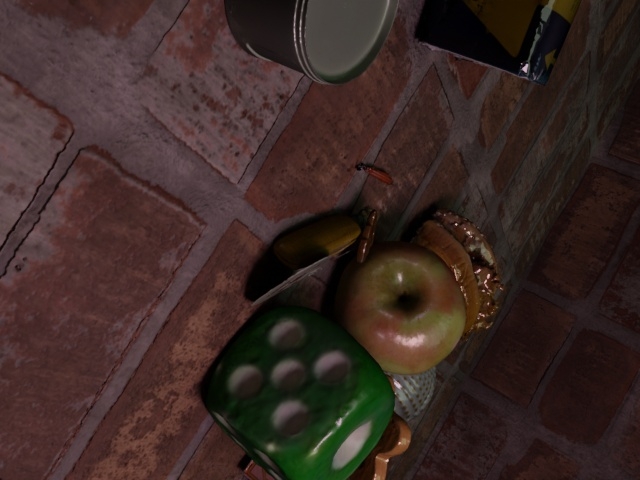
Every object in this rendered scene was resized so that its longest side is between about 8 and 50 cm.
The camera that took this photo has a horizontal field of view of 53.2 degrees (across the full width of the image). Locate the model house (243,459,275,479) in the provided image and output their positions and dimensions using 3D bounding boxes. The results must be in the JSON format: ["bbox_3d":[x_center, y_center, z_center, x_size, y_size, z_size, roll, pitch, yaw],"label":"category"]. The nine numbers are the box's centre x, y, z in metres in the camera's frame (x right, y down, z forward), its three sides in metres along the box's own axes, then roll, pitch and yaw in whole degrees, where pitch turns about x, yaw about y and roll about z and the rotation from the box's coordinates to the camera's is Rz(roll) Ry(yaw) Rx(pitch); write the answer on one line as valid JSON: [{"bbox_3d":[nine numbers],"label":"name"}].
[{"bbox_3d":[-0.106,0.560,1.616,0.154,0.207,0.294,-9,151,0],"label":"model house"}]

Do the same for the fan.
[{"bbox_3d":[-0.011,0.062,1.316,0.329,0.009,0.190,-25,170,-49],"label":"fan"}]

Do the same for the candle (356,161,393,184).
[{"bbox_3d":[0.122,-0.153,1.441,0.167,0.021,0.026,13,77,-59],"label":"candle"}]

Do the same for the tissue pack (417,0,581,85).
[{"bbox_3d":[0.406,-0.550,1.301,0.253,0.264,0.417,-17,130,-58],"label":"tissue pack"}]

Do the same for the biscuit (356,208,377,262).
[{"bbox_3d":[0.100,-0.004,1.404,0.119,0.019,0.130,91,18,-51],"label":"biscuit"}]

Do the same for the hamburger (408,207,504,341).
[{"bbox_3d":[0.394,0.133,1.866,0.268,0.287,0.446,-37,147,-38],"label":"hamburger"}]

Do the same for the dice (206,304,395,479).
[{"bbox_3d":[-0.040,0.334,1.325,0.287,0.300,0.297,-45,149,-21],"label":"dice"}]

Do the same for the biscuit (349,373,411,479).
[{"bbox_3d":[0.072,0.418,1.509,0.052,0.355,0.275,27,95,-37],"label":"biscuit"}]

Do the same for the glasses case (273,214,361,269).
[{"bbox_3d":[0.000,0.000,1.316,0.234,0.079,0.064,-25,143,-48],"label":"glasses case"}]

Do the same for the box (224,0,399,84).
[{"bbox_3d":[-0.007,-0.353,0.924,0.226,0.149,0.226,-38,144,-35],"label":"box"}]

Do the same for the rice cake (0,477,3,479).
[{"bbox_3d":[-0.511,0.464,0.931,0.106,0.050,0.298,-21,132,-50],"label":"rice cake"}]

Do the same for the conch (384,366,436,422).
[{"bbox_3d":[0.207,0.413,1.808,0.319,0.215,0.303,-11,141,-7],"label":"conch"}]

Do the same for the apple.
[{"bbox_3d":[0.188,0.164,1.539,0.319,0.319,0.277,-54,172,-14],"label":"apple"}]

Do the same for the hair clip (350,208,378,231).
[{"bbox_3d":[0.083,-0.031,1.459,0.173,0.049,0.049,-34,142,-38],"label":"hair clip"}]
